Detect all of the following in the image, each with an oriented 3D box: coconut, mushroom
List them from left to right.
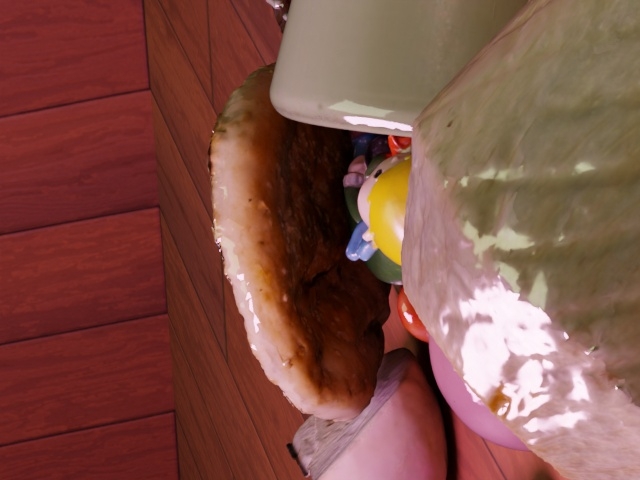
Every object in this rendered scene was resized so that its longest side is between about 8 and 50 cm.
[{"bbox_3d":[0.082,0.227,2.043,0.162,0.173,0.236,46,180,-12],"label":"mushroom"},{"bbox_3d":[0.212,-0.025,0.986,0.329,0.329,0.329,169,90,-77],"label":"coconut"}]

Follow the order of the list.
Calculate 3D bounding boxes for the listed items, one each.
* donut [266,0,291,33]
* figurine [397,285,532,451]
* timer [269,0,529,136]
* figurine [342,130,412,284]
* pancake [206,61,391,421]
[{"bbox_3d":[0.016,-0.283,1.861,0.345,0.136,0.259,-115,22,-49],"label":"donut"},{"bbox_3d":[0.167,0.080,1.454,0.173,0.173,0.173,169,90,-77],"label":"figurine"},{"bbox_3d":[0.121,-0.225,1.246,0.291,0.291,0.315,-150,63,-72],"label":"timer"},{"bbox_3d":[0.087,-0.054,1.802,0.234,0.127,0.185,98,171,-79],"label":"figurine"},{"bbox_3d":[0.000,-0.001,1.927,0.387,0.082,0.387,-8,-90,-68],"label":"pancake"}]
